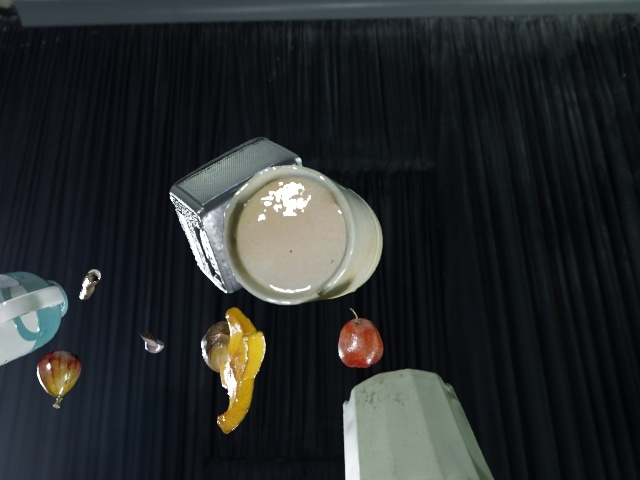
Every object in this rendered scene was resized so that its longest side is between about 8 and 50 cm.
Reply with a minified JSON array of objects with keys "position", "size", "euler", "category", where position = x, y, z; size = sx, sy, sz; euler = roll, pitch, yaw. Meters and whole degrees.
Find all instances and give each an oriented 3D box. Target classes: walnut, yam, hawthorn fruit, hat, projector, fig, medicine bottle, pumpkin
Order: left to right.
[{"position":[-0.553,0.298,1.092],"size":[0.089,0.125,0.089],"euler":[-8,150,-5],"category":"fig"},{"position":[-0.785,0.155,1.747],"size":[0.045,0.045,0.327],"euler":[31,151,-18],"category":"yam"},{"position":[-0.532,0.320,1.605],"size":[0.087,0.042,0.058],"euler":[40,174,-35],"category":"hat"},{"position":[-0.321,0.362,1.753],"size":[0.167,0.167,0.207],"euler":[-1,144,-2],"category":"walnut"},{"position":[-0.241,0.366,1.501],"size":[0.095,0.290,0.258],"euler":[15,-179,-24],"category":"pumpkin"},{"position":[-0.259,-0.088,1.770],"size":[0.405,0.242,0.395],"euler":[-35,138,-25],"category":"projector"},{"position":[0.000,0.000,1.029],"size":[0.236,0.235,0.406],"euler":[-8,174,16],"category":"medicine bottle"},{"position":[0.133,0.322,1.741],"size":[0.163,0.203,0.162],"euler":[0,-177,0],"category":"hawthorn fruit"}]

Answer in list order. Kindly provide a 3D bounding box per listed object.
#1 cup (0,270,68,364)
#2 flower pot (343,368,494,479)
[{"position":[-0.766,0.183,1.255],"size":[0.290,0.219,0.258],"euler":[-23,-178,24],"category":"cup"},{"position":[0.146,0.350,0.770],"size":[0.290,0.259,0.290],"euler":[-2,129,-3],"category":"flower pot"}]
